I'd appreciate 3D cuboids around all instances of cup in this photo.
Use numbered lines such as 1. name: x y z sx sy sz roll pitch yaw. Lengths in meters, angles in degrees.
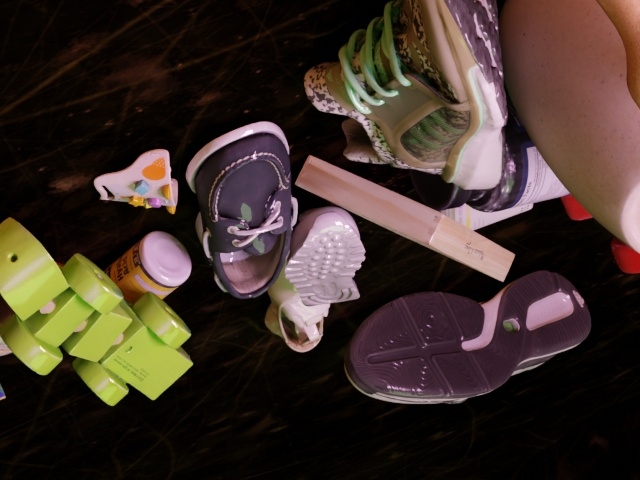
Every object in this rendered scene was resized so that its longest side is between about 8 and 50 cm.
1. cup: 0.340 -0.116 1.617 0.331 0.237 0.331 -3 141 -2

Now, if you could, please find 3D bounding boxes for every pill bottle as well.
1. pill bottle: -0.197 0.044 1.901 0.065 0.065 0.116 -3 153 -47
2. pill bottle: 0.209 -0.098 1.895 0.219 0.123 0.123 -12 159 -27

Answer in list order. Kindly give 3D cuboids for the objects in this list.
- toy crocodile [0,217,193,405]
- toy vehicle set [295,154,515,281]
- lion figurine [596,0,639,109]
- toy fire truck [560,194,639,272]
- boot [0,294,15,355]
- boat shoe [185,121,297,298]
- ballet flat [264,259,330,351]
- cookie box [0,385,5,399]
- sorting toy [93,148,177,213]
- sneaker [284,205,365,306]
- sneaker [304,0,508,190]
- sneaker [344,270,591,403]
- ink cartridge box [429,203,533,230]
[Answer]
1. toy crocodile: -0.234 0.080 1.793 0.115 0.105 0.340 -45 148 5
2. toy vehicle set: 0.099 -0.021 1.934 0.035 0.166 0.267 -65 155 1
3. lion figurine: 0.236 -0.203 1.331 0.142 0.392 0.240 -34 -168 28
4. toy fire truck: 0.445 -0.098 2.070 0.302 0.169 0.254 -14 -165 32
5. boot: -0.357 0.103 1.862 0.213 0.077 0.165 6 146 -47
6. boat shoe: -0.071 -0.026 1.808 0.114 0.091 0.302 -21 162 -6
7. ballet flat: -0.021 0.079 2.187 0.086 0.086 0.248 -20 162 -10
8. cookie box: -0.421 0.169 2.029 0.092 0.040 0.107 -23 163 -3
9. sorting toy: -0.179 -0.052 1.709 0.075 0.045 0.083 -3 161 1
10. sneaker: 0.000 0.000 1.970 0.090 0.095 0.235 -4 161 -4
11. sneaker: 0.074 -0.145 1.600 0.182 0.158 0.410 -6 157 4
12. sneaker: 0.175 0.191 2.598 0.447 0.169 0.257 -11 157 -40
13. ink cartridge box: 0.240 -0.087 2.077 0.235 0.056 0.171 -20 161 -2
